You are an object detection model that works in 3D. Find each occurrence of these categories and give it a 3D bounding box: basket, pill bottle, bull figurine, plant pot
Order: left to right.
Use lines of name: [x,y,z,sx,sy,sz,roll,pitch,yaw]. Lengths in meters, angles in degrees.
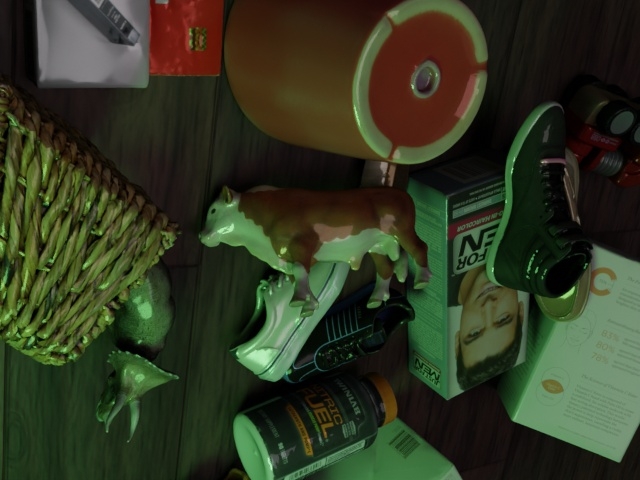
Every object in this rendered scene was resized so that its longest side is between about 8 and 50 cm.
basket: [-0.322,-0.038,0.766,0.213,0.299,0.223,-50,131,-3]
pill bottle: [-0.001,0.286,1.237,0.246,0.130,0.130,-18,120,-28]
bull figurine: [0.000,0.000,1.061,0.310,0.188,0.101,-8,159,-19]
plant pot: [0.054,-0.218,0.975,0.275,0.243,0.275,-14,118,-29]

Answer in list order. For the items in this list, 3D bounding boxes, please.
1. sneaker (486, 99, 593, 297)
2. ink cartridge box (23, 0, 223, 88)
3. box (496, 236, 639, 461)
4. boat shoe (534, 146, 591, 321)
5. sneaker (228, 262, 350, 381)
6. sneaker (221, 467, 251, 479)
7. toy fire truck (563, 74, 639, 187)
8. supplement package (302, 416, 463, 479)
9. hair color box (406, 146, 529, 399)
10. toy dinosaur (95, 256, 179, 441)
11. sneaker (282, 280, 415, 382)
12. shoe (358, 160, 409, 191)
sneaker: [0.345,-0.050,1.166,0.105,0.147,0.295,0,108,-33]
ink cartridge box: [-0.203,-0.309,0.879,0.239,0.060,0.275,-7,114,-30]
box: [0.498,0.186,1.449,0.215,0.168,0.345,22,100,-1]
boat shoe: [0.383,-0.007,1.312,0.098,0.109,0.302,-17,105,-60]
sneaker: [-0.040,0.077,1.143,0.091,0.094,0.258,32,83,-22]
sneaker: [-0.221,0.436,1.181,0.290,0.106,0.123,-27,121,-35]
toy fire truck: [0.494,-0.130,1.393,0.217,0.158,0.246,11,124,-32]
supplement package: [0.141,0.468,1.369,0.198,0.199,0.262,-41,127,-13]
hair color box: [0.245,0.056,1.310,0.185,0.113,0.374,-19,121,-26]
toy dinosaur: [-0.220,0.066,0.970,0.121,0.160,0.313,-4,114,-33]
sneaker: [0.041,0.150,1.228,0.232,0.090,0.081,-37,127,-16]
shoe: [0.094,-0.099,1.182,0.076,0.058,0.219,-29,136,-59]
